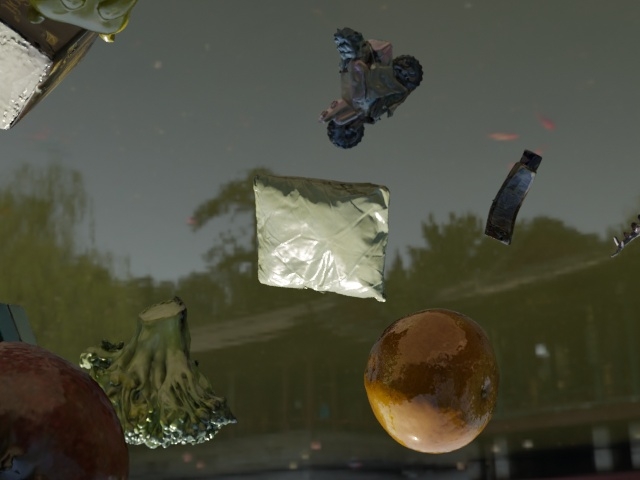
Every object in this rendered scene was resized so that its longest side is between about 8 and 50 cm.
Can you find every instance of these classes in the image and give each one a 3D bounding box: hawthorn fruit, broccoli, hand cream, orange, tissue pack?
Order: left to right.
[{"bbox_3d":[-0.390,0.257,1.213,0.284,0.285,0.369,5,-166,-21],"label":"hawthorn fruit"},{"bbox_3d":[-0.552,-0.400,1.874,0.198,0.370,0.210,35,124,-10],"label":"tissue pack"},{"bbox_3d":[-0.277,0.226,1.652,0.288,0.246,0.248,-2,-169,14],"label":"broccoli"},{"bbox_3d":[0.118,0.150,1.062,0.136,0.159,0.159,10,172,33],"label":"orange"},{"bbox_3d":[0.330,-0.076,1.678,0.062,0.163,0.039,24,-179,-32],"label":"hand cream"}]

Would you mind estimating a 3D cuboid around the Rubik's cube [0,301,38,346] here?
[{"bbox_3d":[-0.540,0.203,1.525,0.180,0.167,0.183,-22,174,-3],"label":"Rubik's cube"}]

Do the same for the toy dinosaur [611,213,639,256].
[{"bbox_3d":[0.480,-0.031,1.343,0.208,0.082,0.039,-25,-153,-7],"label":"toy dinosaur"}]

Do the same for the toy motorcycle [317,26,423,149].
[{"bbox_3d":[0.071,-0.321,1.937,0.204,0.239,0.108,50,153,-23],"label":"toy motorcycle"}]

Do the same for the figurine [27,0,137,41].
[{"bbox_3d":[-0.312,-0.435,1.466,0.218,0.169,0.326,6,158,-32],"label":"figurine"}]

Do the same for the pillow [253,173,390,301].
[{"bbox_3d":[0.001,-0.001,1.996,0.280,0.076,0.275,8,124,11],"label":"pillow"}]
